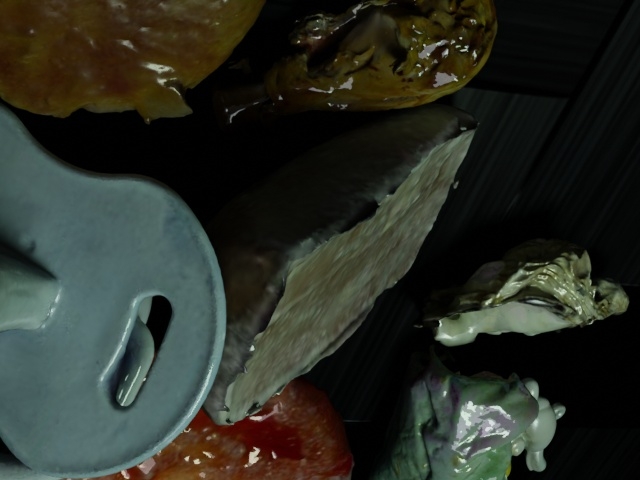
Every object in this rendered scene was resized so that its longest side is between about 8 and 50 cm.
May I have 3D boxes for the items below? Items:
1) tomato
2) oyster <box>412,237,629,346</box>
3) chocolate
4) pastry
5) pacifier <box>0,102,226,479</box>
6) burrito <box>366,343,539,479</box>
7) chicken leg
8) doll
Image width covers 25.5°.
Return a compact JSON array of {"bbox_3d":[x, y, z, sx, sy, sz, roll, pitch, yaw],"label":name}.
[{"bbox_3d":[-0.130,0.157,1.136,0.309,0.170,0.309,-18,135,-19],"label":"tomato"},{"bbox_3d":[0.179,0.047,1.223,0.191,0.081,0.163,12,156,-29],"label":"oyster"},{"bbox_3d":[0.000,0.000,1.005,0.303,0.100,0.185,-35,153,-47],"label":"chocolate"},{"bbox_3d":[-0.131,-0.177,0.845,0.218,0.100,0.229,29,123,-36],"label":"pastry"},{"bbox_3d":[-0.212,0.040,0.852,0.238,0.287,0.226,-62,167,7],"label":"pacifier"},{"bbox_3d":[0.113,0.197,1.304,0.089,0.144,0.228,-48,156,-42],"label":"burrito"},{"bbox_3d":[0.022,-0.125,0.971,0.208,0.085,0.101,-18,172,6],"label":"chicken leg"},{"bbox_3d":[0.189,0.185,1.371,0.113,0.071,0.135,-6,132,-27],"label":"doll"}]
